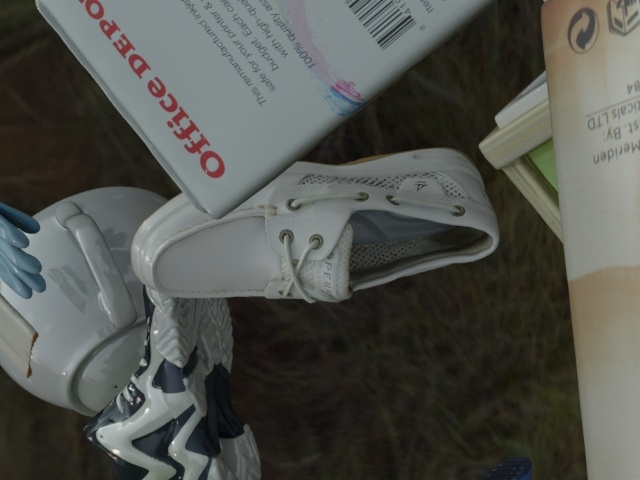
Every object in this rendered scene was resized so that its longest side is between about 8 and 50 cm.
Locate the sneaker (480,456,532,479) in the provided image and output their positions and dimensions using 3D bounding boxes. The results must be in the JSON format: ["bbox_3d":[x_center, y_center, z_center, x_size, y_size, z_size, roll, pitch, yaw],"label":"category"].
[{"bbox_3d":[0.179,0.282,1.663,0.059,0.053,0.144,43,60,-22],"label":"sneaker"}]

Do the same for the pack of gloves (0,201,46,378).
[{"bbox_3d":[-0.284,-0.023,1.311,0.046,0.195,0.232,-38,75,-27],"label":"pack of gloves"}]

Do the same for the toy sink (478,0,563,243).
[{"bbox_3d":[0.186,-0.066,0.858,0.234,0.153,0.131,51,54,-5],"label":"toy sink"}]

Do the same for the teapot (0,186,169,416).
[{"bbox_3d":[-0.199,0.081,1.620,0.252,0.256,0.187,-52,54,25],"label":"teapot"}]

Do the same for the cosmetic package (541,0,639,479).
[{"bbox_3d":[0.172,0.058,0.497,0.153,0.129,0.296,6,75,-35],"label":"cosmetic package"}]

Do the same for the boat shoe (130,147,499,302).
[{"bbox_3d":[0.000,0.000,1.234,0.277,0.098,0.096,-13,41,-10],"label":"boat shoe"}]

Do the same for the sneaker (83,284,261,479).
[{"bbox_3d":[-0.150,0.124,1.432,0.153,0.094,0.235,-7,110,28],"label":"sneaker"}]

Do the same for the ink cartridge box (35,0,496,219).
[{"bbox_3d":[-0.011,-0.111,0.659,0.175,0.072,0.127,-37,92,33],"label":"ink cartridge box"}]
